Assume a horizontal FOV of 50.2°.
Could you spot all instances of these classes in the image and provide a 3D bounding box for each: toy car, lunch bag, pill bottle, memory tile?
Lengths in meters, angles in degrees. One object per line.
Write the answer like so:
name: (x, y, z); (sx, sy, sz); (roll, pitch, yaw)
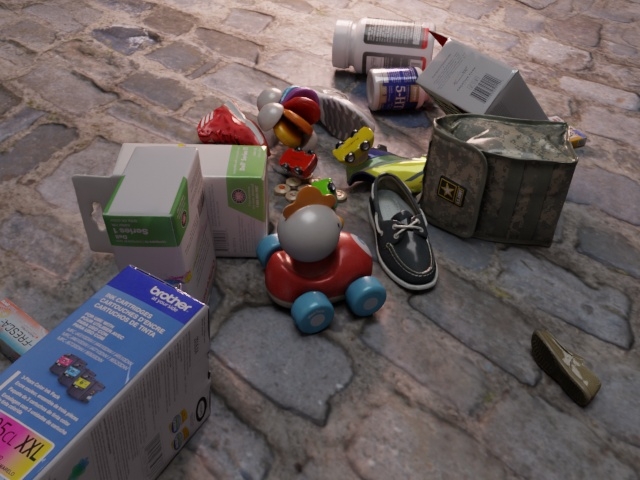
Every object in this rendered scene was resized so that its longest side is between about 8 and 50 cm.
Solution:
toy car: (-0.061, -0.307, 1.649); (0.159, 0.136, 0.182); (34, 28, -29)
toy car: (0.011, -0.132, 1.497); (0.239, 0.053, 0.224); (-13, 50, 26)
lunch bag: (0.349, -0.125, 1.404); (0.287, 0.235, 0.168); (6, 43, 5)
pill bottle: (0.183, -0.559, 1.977); (0.284, 0.161, 0.161); (7, 40, 6)
pill bottle: (0.225, -0.409, 1.836); (0.187, 0.111, 0.112); (-5, 40, -7)
memory tile: (-0.022, -0.109, 1.546); (0.148, 0.012, 0.113); (32, 48, 32)
toy car: (0.000, 0.000, 1.240); (0.211, 0.237, 0.219); (-15, 43, -19)

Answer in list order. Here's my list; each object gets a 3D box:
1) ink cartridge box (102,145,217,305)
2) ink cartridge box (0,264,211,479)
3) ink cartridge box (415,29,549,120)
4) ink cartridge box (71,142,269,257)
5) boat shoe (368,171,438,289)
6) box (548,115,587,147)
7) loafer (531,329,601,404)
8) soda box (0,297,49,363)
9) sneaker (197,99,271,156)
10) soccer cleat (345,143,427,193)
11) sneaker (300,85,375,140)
ink cartridge box: (-0.269, 0.005, 1.197); (0.117, 0.278, 0.201); (1, 40, 4)
ink cartridge box: (-0.285, 0.225, 0.935); (0.151, 0.269, 0.395); (26, 45, 19)
ink cartridge box: (0.368, -0.320, 1.588); (0.130, 0.309, 0.272); (-53, 51, 6)
ink cartridge box: (-0.282, -0.079, 1.348); (0.354, 0.207, 0.119); (2, 41, -1)
boat shoe: (0.161, -0.026, 1.390); (0.115, 0.091, 0.302); (-10, 41, -13)
box: (0.609, -0.281, 1.764); (0.081, 0.028, 0.136); (-16, 45, -20)
loafer: (0.412, 0.209, 1.151); (0.050, 0.056, 0.148); (-16, 53, -21)
soda box: (-0.500, 0.173, 1.155); (0.183, 0.058, 0.063); (27, 46, 29)
sneaker: (-0.219, -0.247, 1.674); (0.128, 0.087, 0.221); (-32, 49, -11)
soccer cleat: (0.198, -0.139, 1.554); (0.289, 0.093, 0.121); (13, 71, 6)
sneaker: (0.047, -0.348, 1.763); (0.115, 0.105, 0.281); (-29, 48, -31)
